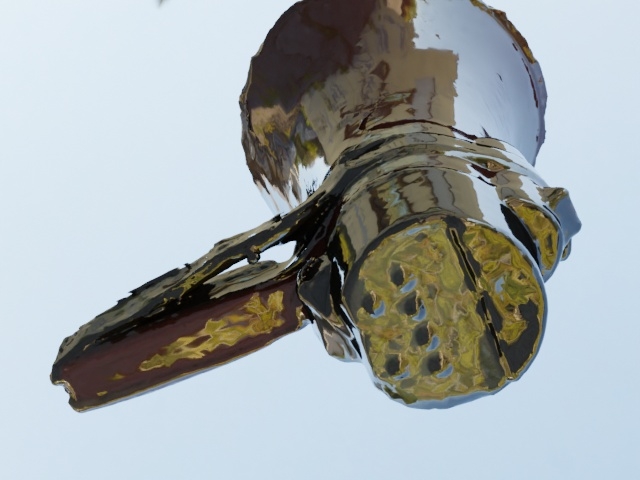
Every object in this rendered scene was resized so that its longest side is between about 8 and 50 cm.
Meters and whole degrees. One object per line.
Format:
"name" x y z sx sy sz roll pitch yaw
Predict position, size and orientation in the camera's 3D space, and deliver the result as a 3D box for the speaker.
"speaker" 0.001 -0.024 0.822 0.329 0.259 0.198 -74 168 -70
